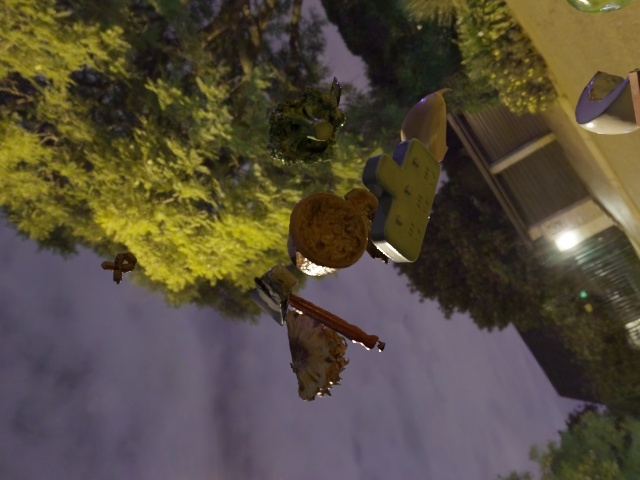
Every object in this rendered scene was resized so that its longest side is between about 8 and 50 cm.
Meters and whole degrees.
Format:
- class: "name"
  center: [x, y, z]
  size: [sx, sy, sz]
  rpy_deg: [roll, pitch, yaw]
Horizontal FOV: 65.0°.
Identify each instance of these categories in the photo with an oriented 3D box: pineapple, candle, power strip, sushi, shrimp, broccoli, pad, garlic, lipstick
- class: "pineapple"
  center: [0.035, 0.392, 1.852]
  size: [0.286, 0.208, 0.345]
  rpy_deg: [13, -117, -63]
- class: "candle"
  center: [0.044, 0.254, 1.535]
  size: [0.329, 0.051, 0.048]
  rpy_deg: [27, -157, 8]
- class: "power strip"
  center: [0.167, -0.104, 1.072]
  size: [0.193, 0.059, 0.265]
  rpy_deg: [37, -119, -35]
- class: "sushi"
  center: [-0.118, 0.122, 1.435]
  size: [0.134, 0.273, 0.109]
  rpy_deg: [38, -118, 16]
- class: "shrimp"
  center: [0.179, -0.049, 1.778]
  size: [0.295, 0.154, 0.062]
  rpy_deg: [67, 160, -4]
- class: "broccoli"
  center: [-0.044, -0.394, 1.795]
  size: [0.259, 0.288, 0.235]
  rpy_deg: [26, -169, 29]
- class: "pad"
  center: [0.045, -0.532, 2.041]
  size: [0.022, 0.233, 0.174]
  rpy_deg: [8, -149, -13]
- class: "garlic"
  center: [0.345, -0.356, 1.611]
  size: [0.145, 0.164, 0.245]
  rpy_deg: [-125, 22, -43]
- class: "lipstick"
  center: [0.833, -0.368, 1.290]
  size: [0.045, 0.045, 0.145]
  rpy_deg: [-85, -23, -75]

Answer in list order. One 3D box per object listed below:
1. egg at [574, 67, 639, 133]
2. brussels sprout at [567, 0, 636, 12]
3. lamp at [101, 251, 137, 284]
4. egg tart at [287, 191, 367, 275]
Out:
- class: "egg"
  center: [0.929, -0.416, 1.558]
  size: [0.161, 0.206, 0.271]
  rpy_deg: [27, -173, -3]
- class: "brussels sprout"
  center: [0.525, -0.549, 0.909]
  size: [0.271, 0.210, 0.220]
  rpy_deg: [36, -119, -36]
- class: "lamp"
  center: [-0.465, 0.059, 1.180]
  size: [0.063, 0.031, 0.083]
  rpy_deg: [50, -145, -4]
- class: "egg tart"
  center: [0.000, 0.000, 1.240]
  size: [0.202, 0.147, 0.203]
  rpy_deg: [9, -117, -18]
